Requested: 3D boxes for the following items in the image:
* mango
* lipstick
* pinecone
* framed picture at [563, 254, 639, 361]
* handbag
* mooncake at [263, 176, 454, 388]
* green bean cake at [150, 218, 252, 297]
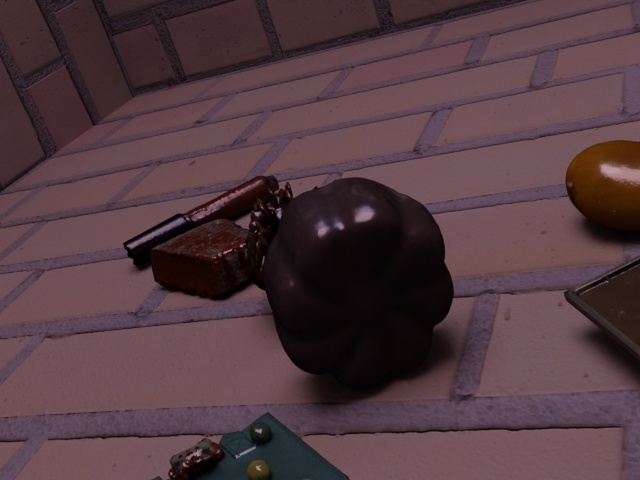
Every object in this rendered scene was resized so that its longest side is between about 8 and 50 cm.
[{"bbox_3d":[0.541,-0.090,1.410,0.254,0.139,0.175,12,49,39],"label":"mango"},{"bbox_3d":[-0.284,-0.056,2.038,0.418,0.077,0.077,-29,25,-22],"label":"lipstick"},{"bbox_3d":[0.001,0.001,1.511,0.292,0.246,0.246,-15,23,-9],"label":"pinecone"},{"bbox_3d":[0.507,0.055,1.116,0.289,0.016,0.213,-26,26,-4],"label":"framed picture"},{"bbox_3d":[-0.115,0.341,1.040,0.268,0.100,0.274,-30,27,-20],"label":"handbag"},{"bbox_3d":[0.059,0.067,1.245,0.306,0.306,0.154,-21,26,-2],"label":"mooncake"},{"bbox_3d":[-0.237,0.043,1.765,0.198,0.097,0.232,-29,26,-24],"label":"green bean cake"}]
